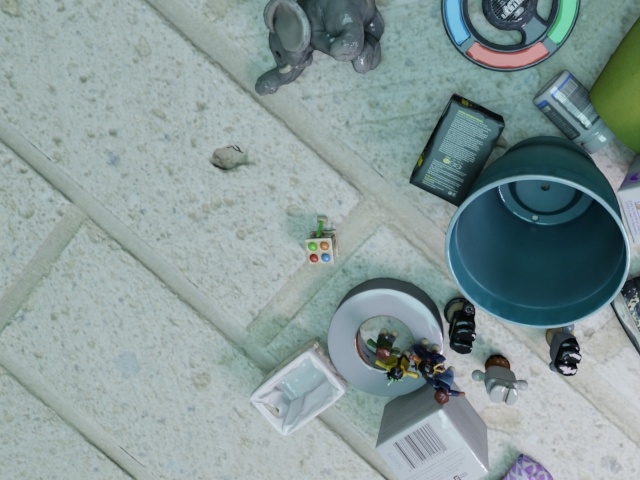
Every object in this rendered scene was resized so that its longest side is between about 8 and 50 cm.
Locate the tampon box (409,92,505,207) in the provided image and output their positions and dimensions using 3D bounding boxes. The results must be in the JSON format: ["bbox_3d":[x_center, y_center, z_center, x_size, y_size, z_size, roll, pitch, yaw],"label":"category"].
[{"bbox_3d":[0.236,-0.159,1.362,0.101,0.120,0.161,26,108,2],"label":"tampon box"}]

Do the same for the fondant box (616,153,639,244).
[{"bbox_3d":[0.645,-0.110,1.190,0.330,0.238,0.096,-16,102,34],"label":"fondant box"}]

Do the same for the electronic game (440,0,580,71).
[{"bbox_3d":[0.317,-0.399,1.317,0.229,0.048,0.229,3,106,9],"label":"electronic game"}]

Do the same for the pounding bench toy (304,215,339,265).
[{"bbox_3d":[0.000,0.000,1.480,0.052,0.065,0.083,-4,104,12],"label":"pounding bench toy"}]

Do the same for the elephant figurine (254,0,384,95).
[{"bbox_3d":[-0.024,-0.361,1.349,0.239,0.169,0.186,6,78,25],"label":"elephant figurine"}]

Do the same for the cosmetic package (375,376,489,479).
[{"bbox_3d":[0.213,0.370,1.481,0.151,0.183,0.151,-35,95,18],"label":"cosmetic package"}]

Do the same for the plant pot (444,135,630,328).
[{"bbox_3d":[0.359,-0.042,1.283,0.272,0.255,0.271,10,124,14],"label":"plant pot"}]

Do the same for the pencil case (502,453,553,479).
[{"bbox_3d":[0.375,0.522,1.544,0.086,0.088,0.206,30,109,4],"label":"pencil case"}]

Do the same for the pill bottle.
[{"bbox_3d":[0.435,-0.216,1.332,0.137,0.078,0.078,44,108,-4],"label":"pill bottle"}]

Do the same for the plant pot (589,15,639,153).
[{"bbox_3d":[0.579,-0.276,1.215,0.275,0.275,0.293,45,124,-4],"label":"plant pot"}]

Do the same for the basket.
[{"bbox_3d":[-0.038,0.283,1.547,0.167,0.103,0.113,-40,95,17],"label":"basket"}]

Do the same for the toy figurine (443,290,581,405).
[{"bbox_3d":[0.348,0.170,1.428,0.213,0.148,0.209,-34,103,15],"label":"toy figurine"}]

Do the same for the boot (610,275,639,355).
[{"bbox_3d":[0.638,0.146,1.392,0.179,0.085,0.236,-31,97,15],"label":"boot"}]

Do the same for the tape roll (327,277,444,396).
[{"bbox_3d":[0.126,0.185,1.505,0.219,0.072,0.219,3,105,10],"label":"tape roll"}]

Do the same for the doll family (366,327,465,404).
[{"bbox_3d":[0.172,0.228,1.411,0.193,0.111,0.076,13,107,6],"label":"doll family"}]
